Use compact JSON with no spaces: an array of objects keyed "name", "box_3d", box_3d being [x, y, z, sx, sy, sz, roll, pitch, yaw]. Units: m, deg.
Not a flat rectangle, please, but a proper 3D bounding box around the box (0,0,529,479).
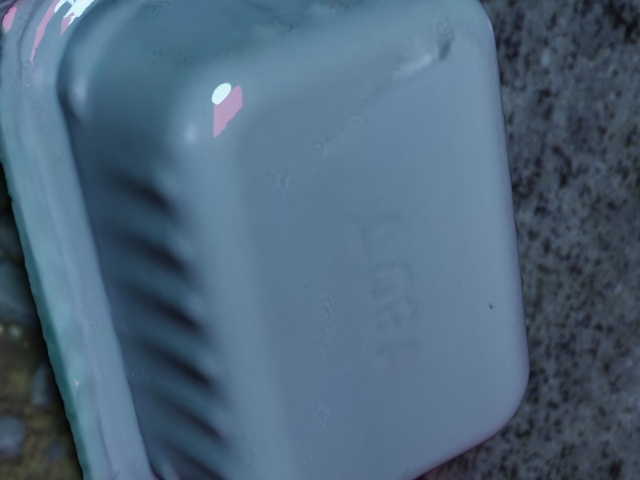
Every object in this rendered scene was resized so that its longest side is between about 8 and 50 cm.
[{"name":"box","box_3d":[0.000,0.000,0.692,0.264,0.106,0.336,-23,119,-24]}]
